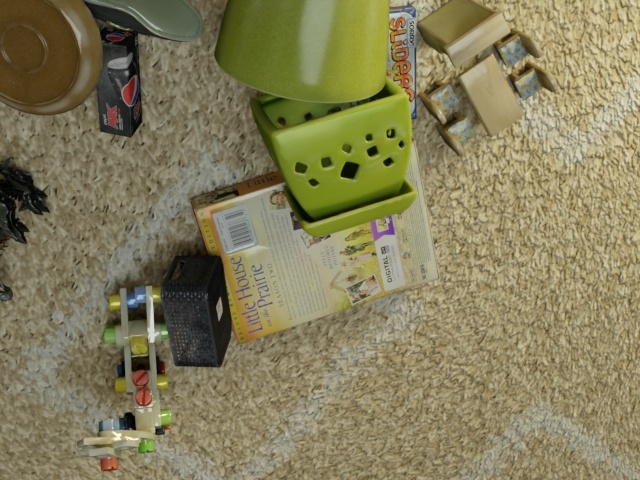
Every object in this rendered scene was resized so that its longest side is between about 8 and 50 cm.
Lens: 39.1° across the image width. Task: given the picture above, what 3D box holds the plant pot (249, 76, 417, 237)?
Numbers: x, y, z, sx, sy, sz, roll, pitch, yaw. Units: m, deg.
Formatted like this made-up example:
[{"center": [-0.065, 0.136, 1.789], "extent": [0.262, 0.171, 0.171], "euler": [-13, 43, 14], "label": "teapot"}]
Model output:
[{"center": [0.028, -0.143, 1.486], "extent": [0.228, 0.227, 0.207], "euler": [-18, 115, -6], "label": "plant pot"}]

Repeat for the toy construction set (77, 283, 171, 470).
[{"center": [-0.331, 0.256, 1.618], "extent": [0.151, 0.328, 0.215], "euler": [10, 157, -7], "label": "toy construction set"}]

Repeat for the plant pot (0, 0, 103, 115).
[{"center": [-0.453, -0.299, 1.388], "extent": [0.236, 0.032, 0.236], "euler": [5, 120, 8], "label": "plant pot"}]

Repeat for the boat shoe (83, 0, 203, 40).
[{"center": [-0.298, -0.372, 1.426], "extent": [0.227, 0.068, 0.081], "euler": [20, 75, -25], "label": "boat shoe"}]

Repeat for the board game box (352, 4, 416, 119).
[{"center": [0.100, -0.304, 1.582], "extent": [0.136, 0.035, 0.201], "euler": [-10, 118, -10], "label": "board game box"}]

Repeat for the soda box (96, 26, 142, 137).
[{"center": [-0.325, -0.253, 1.453], "extent": [0.060, 0.053, 0.169], "euler": [11, 130, 7], "label": "soda box"}]

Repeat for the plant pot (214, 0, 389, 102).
[{"center": [-0.007, -0.397, 1.346], "extent": [0.274, 0.275, 0.294], "euler": [1, 124, -16], "label": "plant pot"}]

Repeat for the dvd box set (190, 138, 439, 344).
[{"center": [0.000, 0.000, 1.693], "extent": [0.420, 0.062, 0.308], "euler": [-18, 119, -6], "label": "dvd box set"}]

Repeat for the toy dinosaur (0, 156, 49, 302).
[{"center": [-0.586, -0.032, 1.477], "extent": [0.218, 0.164, 0.322], "euler": [-17, 136, 9], "label": "toy dinosaur"}]

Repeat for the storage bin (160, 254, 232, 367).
[{"center": [-0.217, 0.126, 1.605], "extent": [0.084, 0.122, 0.180], "euler": [1, 122, 8], "label": "storage bin"}]

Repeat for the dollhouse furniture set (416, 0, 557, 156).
[{"center": [0.285, -0.286, 1.568], "extent": [0.212, 0.161, 0.242], "euler": [-34, 119, 3], "label": "dollhouse furniture set"}]
